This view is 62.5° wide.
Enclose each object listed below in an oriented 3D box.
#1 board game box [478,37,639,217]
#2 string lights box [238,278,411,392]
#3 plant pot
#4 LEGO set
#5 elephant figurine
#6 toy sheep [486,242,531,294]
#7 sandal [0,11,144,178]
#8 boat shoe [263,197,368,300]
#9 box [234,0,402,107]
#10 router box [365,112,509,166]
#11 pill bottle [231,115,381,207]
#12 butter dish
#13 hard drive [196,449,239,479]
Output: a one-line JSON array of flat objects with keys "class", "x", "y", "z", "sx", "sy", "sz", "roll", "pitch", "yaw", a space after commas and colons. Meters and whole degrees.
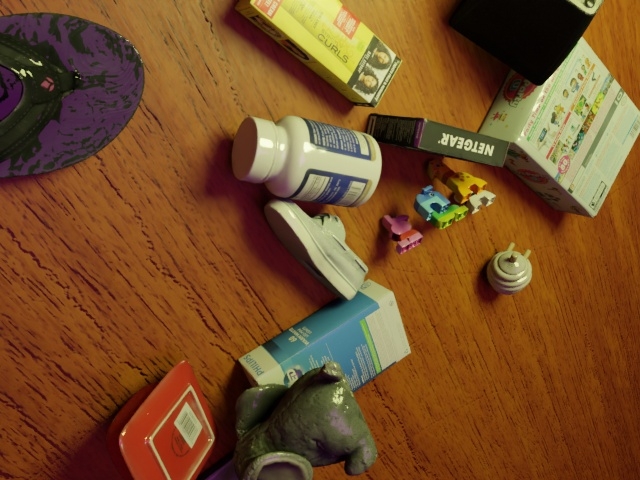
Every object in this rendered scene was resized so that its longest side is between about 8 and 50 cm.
[{"class": "board game box", "x": 0.458, "y": -0.209, "z": 0.991, "sx": 0.303, "sy": 0.097, "sz": 0.224, "roll": 29, "pitch": 88, "yaw": -35}, {"class": "string lights box", "x": 0.014, "y": 0.188, "z": 0.860, "sx": 0.260, "sy": 0.077, "sz": 0.133, "roll": -29, "pitch": 117, "yaw": -20}, {"class": "plant pot", "x": 0.337, "y": -0.379, "z": 0.784, "sx": 0.187, "sy": 0.167, "sz": 0.188, "roll": 34, "pitch": 87, "yaw": -2}, {"class": "LEGO set", "x": 0.196, "y": -0.079, "z": 0.891, "sx": 0.227, "sy": 0.093, "sz": 0.087, "roll": -26, "pitch": 147, "yaw": -27}, {"class": "elephant figurine", "x": -0.054, "y": 0.284, "z": 0.726, "sx": 0.239, "sy": 0.169, "sz": 0.186, "roll": -24, "pitch": 87, "yaw": -3}, {"class": "toy sheep", "x": 0.366, "y": 0.057, "z": 1.020, "sx": 0.091, "sy": 0.091, "sz": 0.132, "roll": -41, "pitch": 146, "yaw": -14}, {"class": "sandal", "x": -0.388, "y": -0.125, "z": 0.512, "sx": 0.446, "sy": 0.107, "sz": 0.167, "roll": -17, "pitch": 112, "yaw": -26}, {"class": "boat shoe", "x": 0.001, "y": 0.001, "z": 0.803, "sx": 0.081, "sy": 0.079, "sz": 0.227, "roll": -52, "pitch": 129, "yaw": -15}, {"class": "box", "x": 0.004, "y": -0.282, "z": 0.724, "sx": 0.232, "sy": 0.058, "sz": 0.087, "roll": 31, "pitch": 89, "yaw": -33}, {"class": "router box", "x": 0.180, "y": -0.156, "z": 0.821, "sx": 0.179, "sy": 0.133, "sz": 0.046, "roll": 5, "pitch": 103, "yaw": -32}, {"class": "pill bottle", "x": -0.020, "y": -0.111, "z": 0.730, "sx": 0.187, "sy": 0.112, "sz": 0.112, "roll": 7, "pitch": 101, "yaw": -32}, {"class": "butter dish", "x": -0.233, "y": 0.269, "z": 0.723, "sx": 0.160, "sy": 0.118, "sz": 0.160, "roll": -54, "pitch": 133, "yaw": -56}, {"class": "hard drive", "x": -0.132, "y": 0.388, "z": 0.867, "sx": 0.135, "sy": 0.022, "sz": 0.094, "roll": -33, "pitch": 118, "yaw": -18}]
